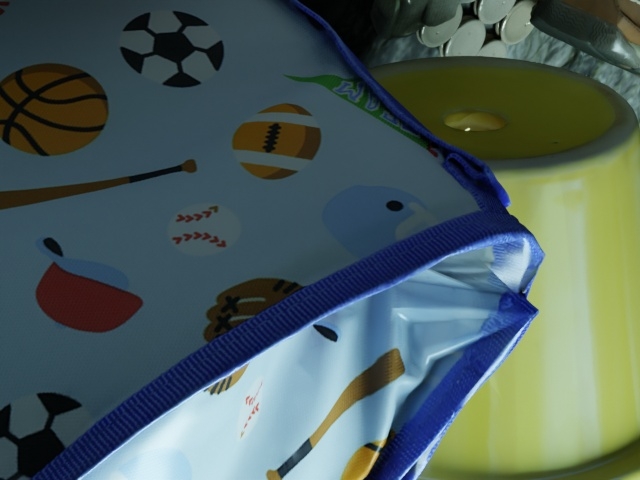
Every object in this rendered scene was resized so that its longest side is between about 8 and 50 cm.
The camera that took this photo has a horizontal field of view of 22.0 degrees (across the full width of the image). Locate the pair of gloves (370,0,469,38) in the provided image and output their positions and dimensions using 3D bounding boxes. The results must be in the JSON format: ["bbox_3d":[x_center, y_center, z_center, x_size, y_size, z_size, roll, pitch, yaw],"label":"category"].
[{"bbox_3d":[0.008,-0.175,0.965,0.240,0.042,0.204,-31,147,-15],"label":"pair of gloves"}]

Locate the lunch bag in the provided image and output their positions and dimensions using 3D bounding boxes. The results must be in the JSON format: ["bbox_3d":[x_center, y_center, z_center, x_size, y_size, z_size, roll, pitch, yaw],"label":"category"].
[{"bbox_3d":[-0.135,0.034,0.752,0.385,0.328,0.239,-42,147,-6],"label":"lunch bag"}]

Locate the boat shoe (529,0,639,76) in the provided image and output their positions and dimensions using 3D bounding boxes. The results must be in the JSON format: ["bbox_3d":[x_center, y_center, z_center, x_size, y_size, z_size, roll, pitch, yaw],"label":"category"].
[{"bbox_3d":[0.256,-0.180,1.172,0.324,0.122,0.120,-9,122,-58],"label":"boat shoe"}]

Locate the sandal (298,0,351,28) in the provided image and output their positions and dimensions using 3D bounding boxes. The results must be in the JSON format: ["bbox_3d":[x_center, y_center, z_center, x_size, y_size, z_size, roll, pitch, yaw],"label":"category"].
[{"bbox_3d":[0.026,-0.183,0.895,0.067,0.040,0.179,-6,134,-44],"label":"sandal"}]

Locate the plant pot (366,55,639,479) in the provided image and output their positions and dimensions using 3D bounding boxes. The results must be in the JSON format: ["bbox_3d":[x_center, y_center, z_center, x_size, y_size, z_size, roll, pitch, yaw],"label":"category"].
[{"bbox_3d":[0.080,0.038,0.886,0.254,0.254,0.239,-19,121,-36],"label":"plant pot"}]

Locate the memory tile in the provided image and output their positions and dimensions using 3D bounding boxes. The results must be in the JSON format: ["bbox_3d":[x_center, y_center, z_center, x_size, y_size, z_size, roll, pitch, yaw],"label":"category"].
[{"bbox_3d":[0.129,-0.180,1.117,0.148,0.012,0.113,-54,145,7],"label":"memory tile"}]
